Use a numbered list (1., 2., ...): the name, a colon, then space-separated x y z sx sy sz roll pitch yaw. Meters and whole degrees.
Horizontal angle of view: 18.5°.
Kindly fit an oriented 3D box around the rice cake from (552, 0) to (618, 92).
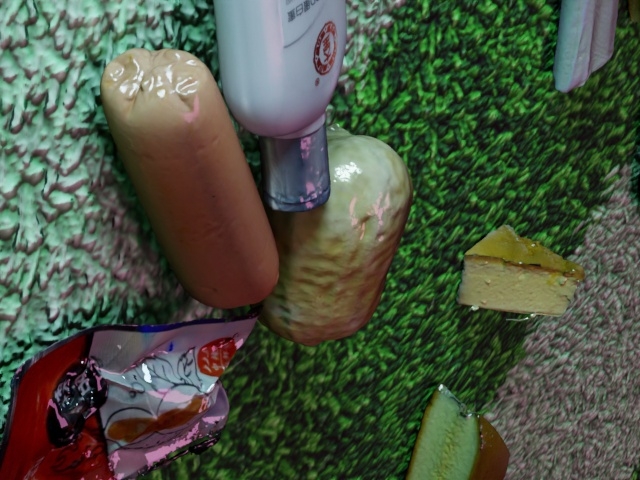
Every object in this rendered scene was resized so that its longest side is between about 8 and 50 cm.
1. rice cake: 0.267 -0.250 1.939 0.080 0.042 0.221 -36 146 -33

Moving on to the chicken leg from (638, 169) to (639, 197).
1. chicken leg: 0.449 -0.177 2.285 0.158 0.096 0.407 -37 143 -47

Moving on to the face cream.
1. face cream: -0.028 -0.152 1.424 0.144 0.071 0.291 -49 145 -47

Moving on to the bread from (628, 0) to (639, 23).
1. bread: 0.360 -0.284 2.078 0.094 0.035 0.090 -52 152 -18

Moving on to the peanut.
1. peanut: 0.000 0.000 1.617 0.129 0.129 0.224 -33 153 -44

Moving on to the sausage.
1. sausage: -0.092 -0.040 1.454 0.086 0.086 0.289 -50 151 -21

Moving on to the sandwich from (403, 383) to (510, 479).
1. sandwich: 0.147 0.268 2.184 0.088 0.090 0.244 -20 133 -50

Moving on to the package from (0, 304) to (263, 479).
1. package: -0.156 0.129 1.542 0.269 0.071 0.194 -16 129 -39

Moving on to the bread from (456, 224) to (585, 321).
1. bread: 0.208 0.050 2.062 0.080 0.109 0.084 -39 151 -43
